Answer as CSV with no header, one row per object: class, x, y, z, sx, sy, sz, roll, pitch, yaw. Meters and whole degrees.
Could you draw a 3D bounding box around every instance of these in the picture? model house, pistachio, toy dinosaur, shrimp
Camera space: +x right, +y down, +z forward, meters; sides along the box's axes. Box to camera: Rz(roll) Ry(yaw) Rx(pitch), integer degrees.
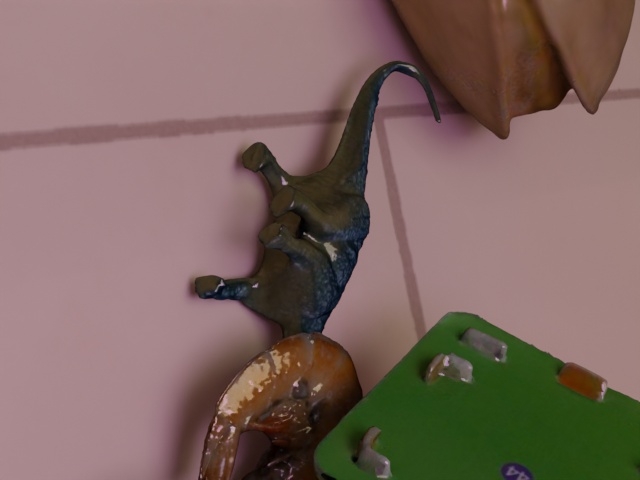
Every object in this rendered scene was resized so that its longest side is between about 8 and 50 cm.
model house,0.169,0.278,0.870,0.242,0.358,0.313,-42,149,-49
pistachio,0.161,-0.250,1.052,0.238,0.229,0.321,-67,141,-62
toy dinosaur,-0.008,-0.001,0.934,0.147,0.076,0.363,34,65,-44
shrimp,-0.040,0.148,0.861,0.132,0.052,0.187,40,69,-32
